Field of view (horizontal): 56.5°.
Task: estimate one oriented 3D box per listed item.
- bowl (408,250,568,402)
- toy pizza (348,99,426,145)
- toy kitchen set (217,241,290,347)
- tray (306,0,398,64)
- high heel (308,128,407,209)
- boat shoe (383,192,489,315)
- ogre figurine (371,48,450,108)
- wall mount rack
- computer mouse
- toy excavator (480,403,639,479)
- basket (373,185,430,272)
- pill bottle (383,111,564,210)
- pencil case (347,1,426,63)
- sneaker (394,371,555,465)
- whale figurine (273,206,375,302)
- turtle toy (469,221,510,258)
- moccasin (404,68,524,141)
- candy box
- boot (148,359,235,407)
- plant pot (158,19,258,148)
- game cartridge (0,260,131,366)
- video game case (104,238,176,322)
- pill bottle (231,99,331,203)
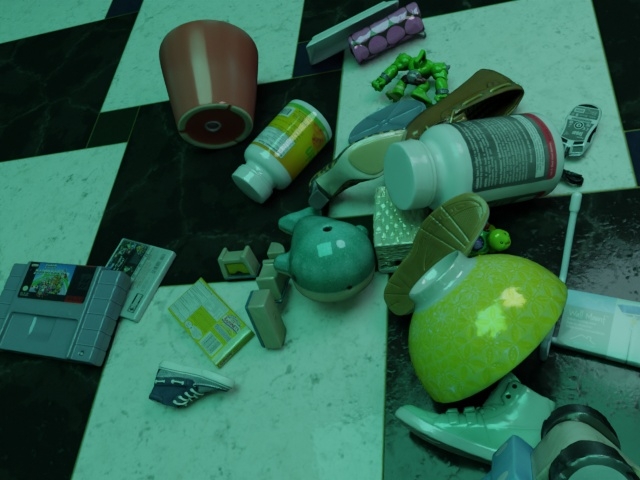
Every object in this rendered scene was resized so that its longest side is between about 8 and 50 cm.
[{"bbox_3d":[0.241,0.111,0.993,0.289,0.289,0.156,-43,90,-10],"label":"bowl"},{"bbox_3d":[0.160,-0.271,1.424,0.201,0.032,0.201,-23,29,14],"label":"toy pizza"},{"bbox_3d":[-0.153,0.118,1.285,0.166,0.122,0.207,-5,36,17],"label":"toy kitchen set"},{"bbox_3d":[0.083,-0.570,1.616,0.270,0.145,0.030,-26,87,2],"label":"tray"},{"bbox_3d":[0.078,-0.174,1.328,0.261,0.093,0.186,-36,11,11],"label":"high heel"},{"bbox_3d":[0.227,0.026,1.126,0.098,0.096,0.277,52,120,30],"label":"boat shoe"},{"bbox_3d":[0.239,-0.400,1.473,0.197,0.097,0.118,17,76,41],"label":"ogre figurine"},{"bbox_3d":[0.518,0.085,1.024,0.349,0.130,0.304,11,63,25],"label":"wall mount rack"},{"bbox_3d":[0.541,-0.207,1.267,0.106,0.042,0.193,23,74,36],"label":"computer mouse"},{"bbox_3d":[0.251,0.426,0.835,0.433,0.222,0.445,41,102,11],"label":"toy excavator"},{"bbox_3d":[0.169,-0.029,1.246,0.113,0.103,0.167,-6,55,16],"label":"basket"},{"bbox_3d":[0.294,-0.146,1.164,0.318,0.176,0.176,-11,51,-18],"label":"pill bottle"},{"bbox_3d":[0.176,-0.552,1.600,0.209,0.095,0.098,-24,13,4],"label":"pencil case"},{"bbox_3d":[0.263,0.287,1.006,0.255,0.094,0.151,15,70,17],"label":"sneaker"},{"bbox_3d":[0.000,0.000,1.222,0.216,0.141,0.272,-20,43,-13],"label":"whale figurine"},{"bbox_3d":[0.317,-0.005,1.198,0.130,0.066,0.095,14,64,28],"label":"turtle toy"},{"bbox_3d":[0.301,-0.232,1.323,0.380,0.139,0.147,-37,44,-17],"label":"moccasin"},{"bbox_3d":[-0.244,0.178,1.311,0.105,0.027,0.206,-42,54,-12],"label":"candy box"},{"bbox_3d":[-0.263,0.306,1.217,0.189,0.069,0.086,3,66,32],"label":"boot"},{"bbox_3d":[-0.287,-0.396,1.575,0.274,0.275,0.243,-14,65,11],"label":"plant pot"},{"bbox_3d":[-0.640,0.166,1.430,0.354,0.068,0.230,2,70,23],"label":"game cartridge"},{"bbox_3d":[-0.465,0.093,1.454,0.173,0.022,0.191,13,64,27],"label":"video game case"},{"bbox_3d":[-0.097,-0.211,1.446,0.136,0.136,0.246,30,72,33],"label":"pill bottle"}]
